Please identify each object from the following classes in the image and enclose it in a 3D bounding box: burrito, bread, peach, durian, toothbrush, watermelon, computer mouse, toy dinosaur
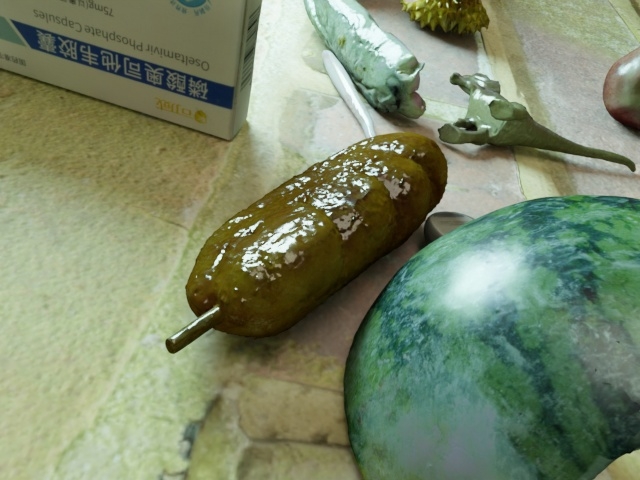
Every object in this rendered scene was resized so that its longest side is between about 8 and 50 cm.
[{"bbox_3d":[0.050,-0.269,0.844,0.066,0.096,0.309,-22,52,-12],"label":"burrito"},{"bbox_3d":[-0.001,-0.002,0.524,0.124,0.084,0.344,6,31,38],"label":"bread"},{"bbox_3d":[0.487,-0.212,0.888,0.152,0.152,0.152,8,40,-7],"label":"peach"},{"bbox_3d":[0.220,-0.411,1.026,0.165,0.132,0.182,-2,39,-30],"label":"durian"},{"bbox_3d":[0.051,-0.158,0.763,0.030,0.025,0.307,4,41,-25],"label":"toothbrush"},{"bbox_3d":[0.130,0.087,0.414,0.260,0.256,0.176,-39,107,-52],"label":"watermelon"},{"bbox_3d":[0.133,0.009,0.585,0.066,0.039,0.096,-1,29,-19],"label":"computer mouse"},{"bbox_3d":[0.258,-0.149,0.785,0.251,0.072,0.200,30,31,32],"label":"toy dinosaur"}]

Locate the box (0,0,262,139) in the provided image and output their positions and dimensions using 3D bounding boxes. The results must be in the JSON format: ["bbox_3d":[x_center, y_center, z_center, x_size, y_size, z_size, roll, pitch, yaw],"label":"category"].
[{"bbox_3d":[-0.234,-0.246,0.645,0.343,0.200,0.065,18,43,4],"label":"box"}]
